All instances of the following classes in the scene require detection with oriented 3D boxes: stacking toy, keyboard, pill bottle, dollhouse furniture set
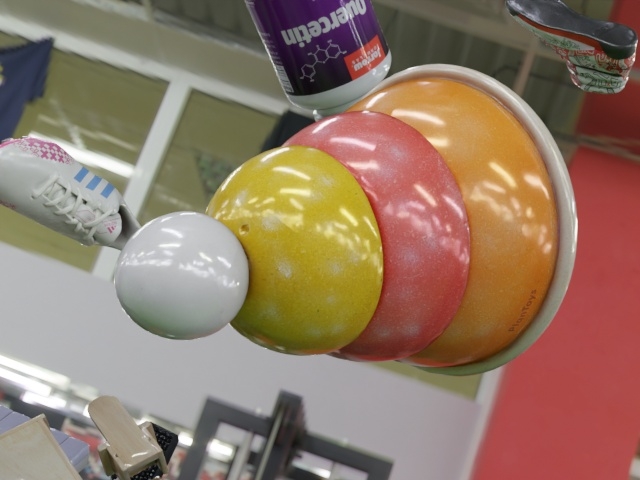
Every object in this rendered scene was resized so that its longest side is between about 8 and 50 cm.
[{"bbox_3d":[0.000,0.000,1.199,0.350,0.351,0.479,4,9,43],"label":"stacking toy"},{"bbox_3d":[-0.342,0.425,2.184,0.100,0.192,0.038,21,-12,24],"label":"keyboard"},{"bbox_3d":[-0.003,-0.332,1.852,0.181,0.181,0.323,3,-53,44],"label":"pill bottle"},{"bbox_3d":[-0.349,0.429,1.673,0.174,0.303,0.356,41,-31,45],"label":"dollhouse furniture set"}]

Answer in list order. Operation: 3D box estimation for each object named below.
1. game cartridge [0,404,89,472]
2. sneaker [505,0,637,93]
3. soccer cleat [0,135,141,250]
[{"bbox_3d":[-0.529,0.362,1.766,0.230,0.068,0.355,15,26,19],"label":"game cartridge"},{"bbox_3d":[0.470,-0.372,2.284,0.270,0.090,0.145,26,-32,23],"label":"sneaker"},{"bbox_3d":[-0.377,-0.062,1.808,0.143,0.116,0.331,40,5,23],"label":"soccer cleat"}]
